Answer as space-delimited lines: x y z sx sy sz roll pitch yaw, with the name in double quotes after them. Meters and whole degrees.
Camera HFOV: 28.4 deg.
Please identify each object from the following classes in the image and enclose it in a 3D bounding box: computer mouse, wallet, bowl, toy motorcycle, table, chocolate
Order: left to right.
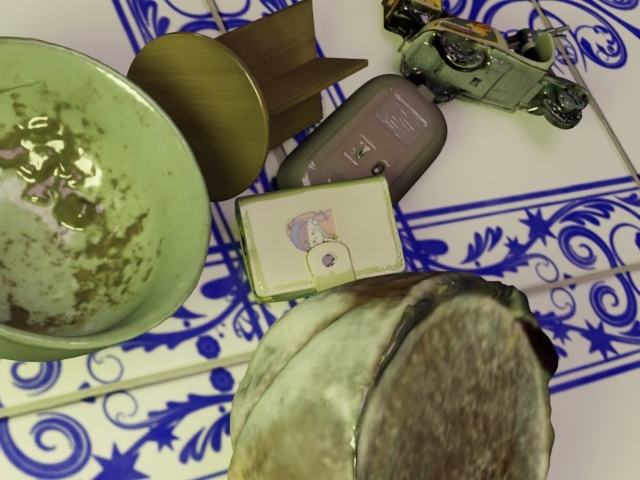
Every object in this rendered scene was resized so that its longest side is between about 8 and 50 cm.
-0.250 -0.013 1.057 0.289 0.146 0.289 16 53 -23 "bowl"
-0.062 -0.155 1.275 0.167 0.167 0.226 48 39 6 "table"
0.000 0.000 1.239 0.155 0.039 0.110 -9 80 -16 "wallet"
0.045 -0.087 1.343 0.120 0.057 0.232 43 56 -2 "computer mouse"
0.039 0.166 1.063 0.303 0.213 0.303 -9 102 -51 "chocolate"
0.205 -0.219 1.512 0.263 0.091 0.157 16 48 -19 "toy motorcycle"
